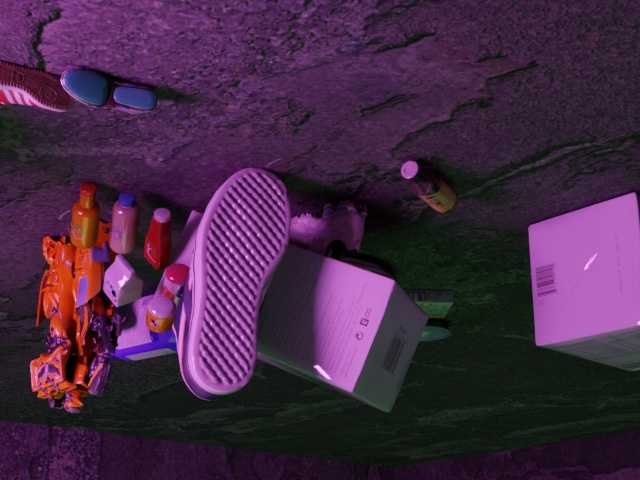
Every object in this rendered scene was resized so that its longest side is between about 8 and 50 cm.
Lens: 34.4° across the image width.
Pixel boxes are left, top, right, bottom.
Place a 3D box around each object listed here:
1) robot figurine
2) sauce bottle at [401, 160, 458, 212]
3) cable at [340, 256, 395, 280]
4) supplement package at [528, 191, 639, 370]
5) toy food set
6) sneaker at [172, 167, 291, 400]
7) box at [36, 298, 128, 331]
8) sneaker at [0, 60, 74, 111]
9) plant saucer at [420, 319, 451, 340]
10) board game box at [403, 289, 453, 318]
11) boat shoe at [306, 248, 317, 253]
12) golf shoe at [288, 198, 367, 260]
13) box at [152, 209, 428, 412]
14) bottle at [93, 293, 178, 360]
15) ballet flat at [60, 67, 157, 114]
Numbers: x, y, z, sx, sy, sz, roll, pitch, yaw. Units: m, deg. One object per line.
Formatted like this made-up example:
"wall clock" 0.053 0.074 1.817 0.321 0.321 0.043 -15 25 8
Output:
"robot figurine" -0.387 0.123 1.618 0.085 0.291 0.211 16 154 -36
"sauce bottle" 0.149 -0.075 1.431 0.042 0.042 0.128 -12 156 29
"cable" 0.008 0.105 1.842 0.257 0.089 0.257 21 152 -35
"supplement package" 0.484 0.075 1.605 0.262 0.199 0.198 17 154 -39
"toy food set" -0.257 0.013 1.466 0.111 0.232 0.105 -19 141 -35
"sneaker" -0.129 0.060 1.406 0.126 0.321 0.127 19 156 -14
"box" -0.446 0.131 1.939 0.162 0.029 0.116 -18 119 44
"sneaker" -0.347 -0.167 1.186 0.118 0.042 0.067 19 150 -24
"plant saucer" 0.214 0.186 2.170 0.119 0.021 0.119 1 159 0
"board game box" 0.170 0.122 1.988 0.154 0.026 0.103 1 159 -2
"boat shoe" -0.044 0.025 1.719 0.100 0.035 0.035 -10 -173 15
"golf shoe" 0.000 0.000 1.576 0.069 0.086 0.176 12 158 -34
"box" -0.043 0.108 1.561 0.345 0.168 0.215 19 170 23
"bottle" -0.359 0.173 2.000 0.282 0.118 0.092 -15 149 34
"ballet flat" -0.246 -0.168 1.192 0.114 0.041 0.041 12 157 -28
